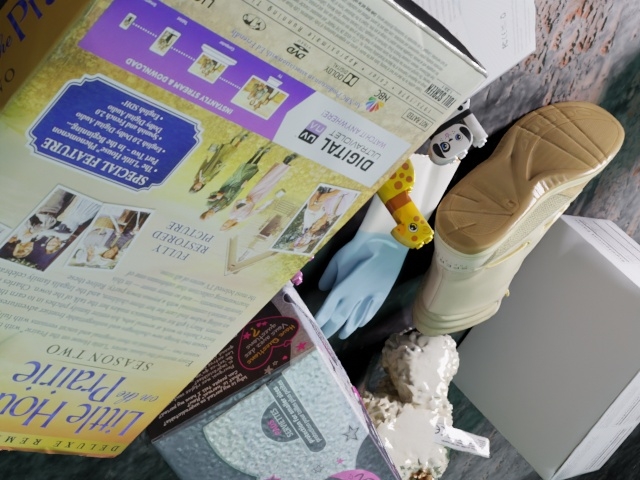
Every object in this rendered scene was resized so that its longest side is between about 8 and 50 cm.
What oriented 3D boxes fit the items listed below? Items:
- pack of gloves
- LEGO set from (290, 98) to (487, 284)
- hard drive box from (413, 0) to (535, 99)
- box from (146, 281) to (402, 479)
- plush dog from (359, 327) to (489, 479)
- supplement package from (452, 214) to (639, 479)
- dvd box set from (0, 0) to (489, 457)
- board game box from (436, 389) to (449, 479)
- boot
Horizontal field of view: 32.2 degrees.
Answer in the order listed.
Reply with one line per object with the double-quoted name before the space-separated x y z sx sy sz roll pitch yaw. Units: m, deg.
"pack of gloves" 0.000 0.000 1.045 0.195 0.046 0.232 6 122 -36
"LEGO set" 0.045 -0.028 0.932 0.227 0.093 0.087 -32 172 -7
"hard drive box" 0.046 -0.161 0.838 0.232 0.089 0.181 -36 148 -11
"box" -0.038 0.177 1.004 0.163 0.142 0.247 -30 126 -1
"plush dog" 0.047 0.242 1.259 0.262 0.210 0.225 -22 168 -28
"supplement package" 0.321 0.131 1.380 0.145 0.204 0.262 4 126 -51
"dvd box set" -0.119 -0.022 0.712 0.420 0.062 0.308 -46 145 17
"board game box" 0.107 0.299 1.366 0.136 0.030 0.259 -59 -175 28
"boot" 0.204 -0.020 1.180 0.262 0.095 0.203 -40 158 -28
